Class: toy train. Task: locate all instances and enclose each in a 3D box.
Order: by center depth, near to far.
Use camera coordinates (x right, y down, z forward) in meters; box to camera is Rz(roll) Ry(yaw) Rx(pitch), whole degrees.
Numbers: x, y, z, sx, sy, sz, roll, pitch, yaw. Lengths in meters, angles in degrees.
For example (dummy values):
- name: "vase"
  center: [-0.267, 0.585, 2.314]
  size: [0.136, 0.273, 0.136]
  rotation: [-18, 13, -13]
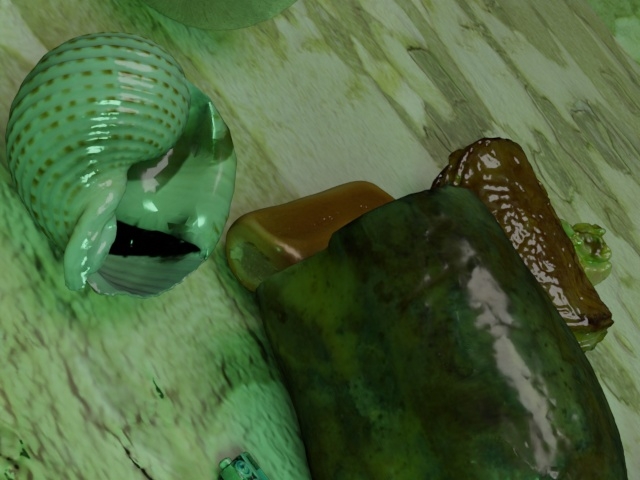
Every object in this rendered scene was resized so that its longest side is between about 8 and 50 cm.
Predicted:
- name: "toy train"
  center: [-0.039, 0.193, 0.776]
  size: [0.092, 0.029, 0.045]
  rotation: [51, 23, 6]

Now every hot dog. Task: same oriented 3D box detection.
- name: "hot dog"
  center: [0.228, 0.018, 1.226]
  size: [0.196, 0.122, 0.272]
  rotation: [-1, 61, -50]

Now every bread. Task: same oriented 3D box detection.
- name: "bread"
  center: [0.000, 0.000, 0.992]
  size: [0.092, 0.074, 0.239]
  rotation: [40, 28, 19]

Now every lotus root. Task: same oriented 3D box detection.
- name: "lotus root"
  center: [0.102, 0.147, 0.822]
  size: [0.250, 0.250, 0.346]
  rotation: [6, 56, -49]

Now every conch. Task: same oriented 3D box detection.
- name: "conch"
  center: [-0.162, -0.055, 0.795]
  size: [0.172, 0.131, 0.200]
  rotation: [42, 66, -52]

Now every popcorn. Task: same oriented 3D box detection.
- name: "popcorn"
  center: [0.325, 0.018, 1.389]
  size: [0.109, 0.089, 0.097]
  rotation: [50, 41, -5]

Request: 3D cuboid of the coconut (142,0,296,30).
- name: "coconut"
  center: [-0.104, -0.343, 1.086]
  size: [0.237, 0.237, 0.266]
  rotation: [35, 35, -22]
